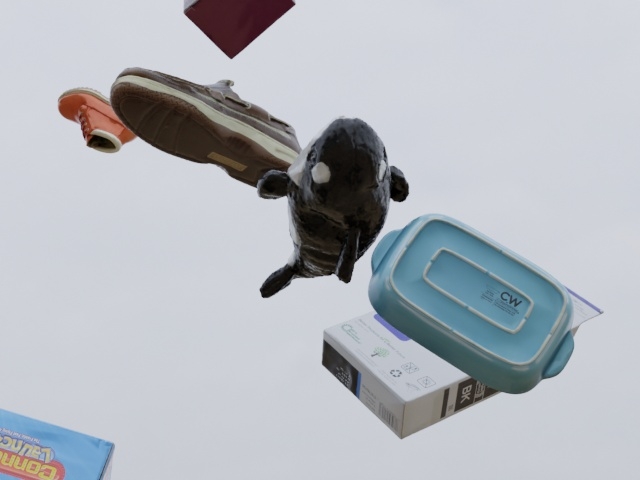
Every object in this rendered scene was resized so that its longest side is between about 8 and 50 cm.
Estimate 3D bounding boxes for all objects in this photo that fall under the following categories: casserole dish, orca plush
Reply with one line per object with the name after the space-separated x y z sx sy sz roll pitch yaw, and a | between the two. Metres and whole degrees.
0.129 0.047 0.847 0.188 0.114 0.037 32 -19 9 | casserole dish
0.000 0.000 1.023 0.151 0.102 0.287 12 -34 -23 | orca plush

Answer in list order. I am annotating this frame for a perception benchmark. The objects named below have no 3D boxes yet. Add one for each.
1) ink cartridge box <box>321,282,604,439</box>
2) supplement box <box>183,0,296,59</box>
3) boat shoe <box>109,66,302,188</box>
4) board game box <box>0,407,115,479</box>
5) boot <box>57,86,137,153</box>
0.181 0.124 1.268 0.332 0.165 0.065 -18 -53 -29 | ink cartridge box
-0.098 -0.308 1.191 0.104 0.188 0.081 -37 -59 18 | supplement box
-0.130 -0.144 1.182 0.095 0.095 0.257 -25 -39 39 | boat shoe
-0.384 0.273 1.078 0.308 0.086 0.302 17 -39 -1 | board game box
-0.339 -0.176 1.497 0.158 0.085 0.059 17 -38 23 | boot
